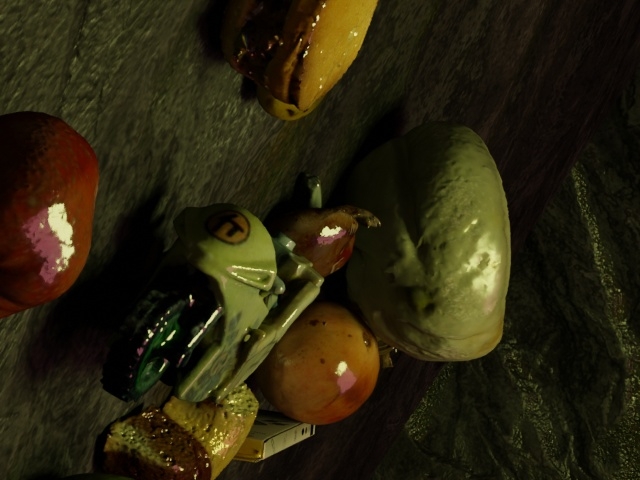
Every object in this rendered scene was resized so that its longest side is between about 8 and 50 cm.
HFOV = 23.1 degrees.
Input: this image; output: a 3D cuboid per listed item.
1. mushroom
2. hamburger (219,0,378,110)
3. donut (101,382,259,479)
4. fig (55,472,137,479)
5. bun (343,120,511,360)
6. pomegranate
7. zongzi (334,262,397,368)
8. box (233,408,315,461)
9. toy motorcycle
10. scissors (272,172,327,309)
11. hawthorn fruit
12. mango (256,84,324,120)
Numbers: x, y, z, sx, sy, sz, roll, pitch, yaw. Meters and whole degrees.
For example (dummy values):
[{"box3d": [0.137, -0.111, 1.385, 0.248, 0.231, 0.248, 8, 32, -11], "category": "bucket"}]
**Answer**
[{"box3d": [0.001, 0.001, 2.089, 0.171, 0.080, 0.135, -23, 158, -16], "category": "mushroom"}, {"box3d": [-0.016, -0.239, 1.600, 0.191, 0.118, 0.182, -58, 168, 10], "category": "hamburger"}, {"box3d": [-0.185, 0.275, 2.052, 0.295, 0.112, 0.151, -30, 145, -59], "category": "donut"}, {"box3d": [-0.219, 0.408, 1.798, 0.258, 0.326, 0.258, -164, -90, -85], "category": "fig"}, {"box3d": [0.143, 0.009, 2.281, 0.219, 0.365, 0.365, -8, 146, -12], "category": "bun"}, {"box3d": [-0.008, 0.177, 2.312, 0.191, 0.191, 0.191, -53, 164, -23], "category": "pomegranate"}, {"box3d": [0.115, 0.028, 2.552, 0.286, 0.134, 0.288, -60, 156, -24], "category": "zongzi"}, {"box3d": [-0.105, 0.281, 2.288, 0.247, 0.129, 0.033, -8, 104, -72], "category": "box"}, {"box3d": [-0.127, 0.073, 1.767, 0.237, 0.169, 0.410, -54, 171, 2], "category": "toy motorcycle"}, {"box3d": [-0.018, -0.003, 2.187, 0.138, 0.041, 0.289, -40, 158, -26], "category": "scissors"}, {"box3d": [-0.238, -0.038, 1.240, 0.203, 0.163, 0.162, -67, 175, -47], "category": "hawthorn fruit"}, {"box3d": [-0.018, -0.211, 1.739, 0.103, 0.076, 0.161, -3, 114, -64], "category": "mango"}]
